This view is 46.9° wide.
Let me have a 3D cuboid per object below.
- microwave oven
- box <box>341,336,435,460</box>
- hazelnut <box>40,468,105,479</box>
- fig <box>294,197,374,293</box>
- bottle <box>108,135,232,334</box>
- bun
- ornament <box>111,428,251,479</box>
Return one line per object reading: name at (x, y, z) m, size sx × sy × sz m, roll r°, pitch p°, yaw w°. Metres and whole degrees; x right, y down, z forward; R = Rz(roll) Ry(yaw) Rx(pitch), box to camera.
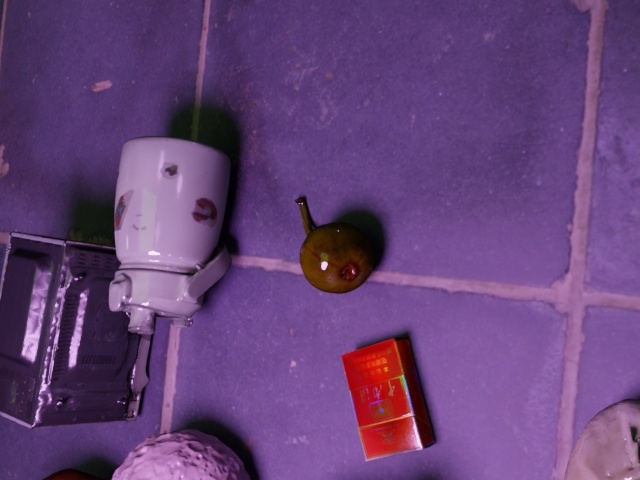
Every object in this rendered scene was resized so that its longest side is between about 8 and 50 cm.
microwave oven at (-0.488, 0.180, 1.485) m, size 0.218 × 0.286 × 0.355 m, roll 8°, pitch 86°, yaw 35°
box at (0.105, 0.253, 1.178) m, size 0.112 × 0.048 × 0.175 m, roll -24°, pitch 72°, yaw 32°
hazelnut at (-0.496, 0.647, 1.433) m, size 0.365 × 0.365 × 0.366 m, roll -4°, pitch 83°, yaw 36°
fig at (0.000, 0.000, 1.255) m, size 0.124 × 0.124 × 0.236 m, roll -60°, pitch 38°, yaw 16°
bottle at (-0.278, 0.002, 1.376) m, size 0.229 × 0.229 × 0.352 m, roll -5°, pitch 77°, yaw 36°
bun at (0.408, 0.315, 0.890) m, size 0.239 × 0.141 × 0.239 m, roll -6°, pitch 79°, yaw 34°
ornament at (-0.256, 0.467, 1.315) m, size 0.259 × 0.225 × 0.260 m, roll -3°, pitch 84°, yaw 35°
